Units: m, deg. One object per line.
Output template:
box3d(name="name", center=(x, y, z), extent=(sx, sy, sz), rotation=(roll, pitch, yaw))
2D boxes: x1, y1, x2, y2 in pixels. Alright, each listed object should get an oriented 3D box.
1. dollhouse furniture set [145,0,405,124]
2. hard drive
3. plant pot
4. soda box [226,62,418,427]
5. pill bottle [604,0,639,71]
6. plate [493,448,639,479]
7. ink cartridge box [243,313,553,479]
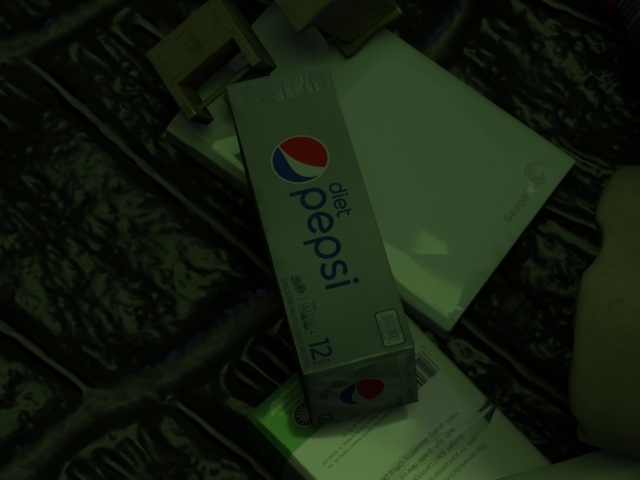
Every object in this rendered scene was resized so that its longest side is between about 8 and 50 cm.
box3d(name="dollhouse furniture set", center=(-0.052, -0.203, 1.496), extent=(0.183, 0.129, 0.129), rotation=(-38, 73, 16))
box3d(name="hard drive", center=(0.045, -0.080, 1.527), extent=(0.307, 0.040, 0.203), rotation=(36, 72, 8))
box3d(name="plant pot", center=(0.358, 0.068, 1.293), extent=(0.305, 0.334, 0.334), rotation=(8, 69, 18))
box3d(name="soda box", center=(0.000, 0.000, 1.385), extent=(0.091, 0.098, 0.286), rotation=(-14, 57, -3))
box3d(name="pill bottle", center=(0.386, -0.141, 1.500), extent=(0.181, 0.181, 0.323), rotation=(-21, 74, -11))
box3d(name="plate", center=(0.215, 0.310, 1.337), extent=(0.278, 0.045, 0.277), rotation=(-12, 88, -22))
box3d(name="ink cartridge box", center=(0.067, 0.181, 1.407), extent=(0.160, 0.092, 0.219), rotation=(-40, 79, -18))
